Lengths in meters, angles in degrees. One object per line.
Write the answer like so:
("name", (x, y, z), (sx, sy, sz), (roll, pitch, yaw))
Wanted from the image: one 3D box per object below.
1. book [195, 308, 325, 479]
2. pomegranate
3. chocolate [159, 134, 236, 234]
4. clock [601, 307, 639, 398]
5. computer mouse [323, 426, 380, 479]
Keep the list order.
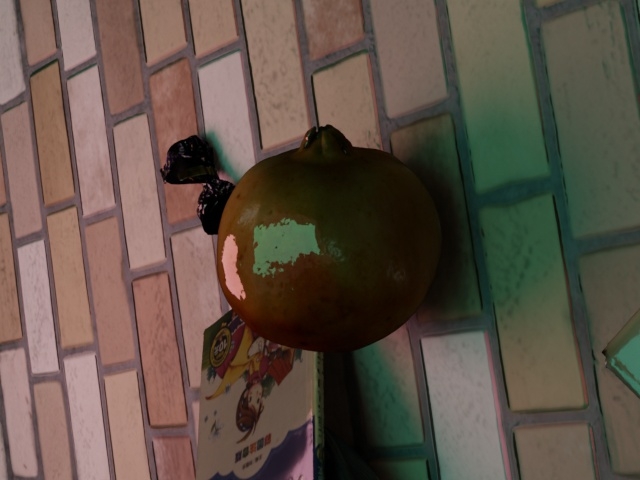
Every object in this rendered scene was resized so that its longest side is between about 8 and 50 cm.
("book", (-0.065, 0.190, 1.284), (0.228, 0.018, 0.323), (-38, 42, 44))
("pomegranate", (0.001, 0.006, 1.144), (0.209, 0.209, 0.209), (5, 96, 49))
("chocolate", (-0.137, -0.069, 1.409), (0.072, 0.070, 0.147), (-49, 53, 6))
("clock", (0.302, 0.120, 0.841), (0.071, 0.147, 0.192), (-55, 52, 19))
("computer mouse", (0.038, 0.329, 1.188), (0.167, 0.090, 0.379), (-55, 43, 26))
